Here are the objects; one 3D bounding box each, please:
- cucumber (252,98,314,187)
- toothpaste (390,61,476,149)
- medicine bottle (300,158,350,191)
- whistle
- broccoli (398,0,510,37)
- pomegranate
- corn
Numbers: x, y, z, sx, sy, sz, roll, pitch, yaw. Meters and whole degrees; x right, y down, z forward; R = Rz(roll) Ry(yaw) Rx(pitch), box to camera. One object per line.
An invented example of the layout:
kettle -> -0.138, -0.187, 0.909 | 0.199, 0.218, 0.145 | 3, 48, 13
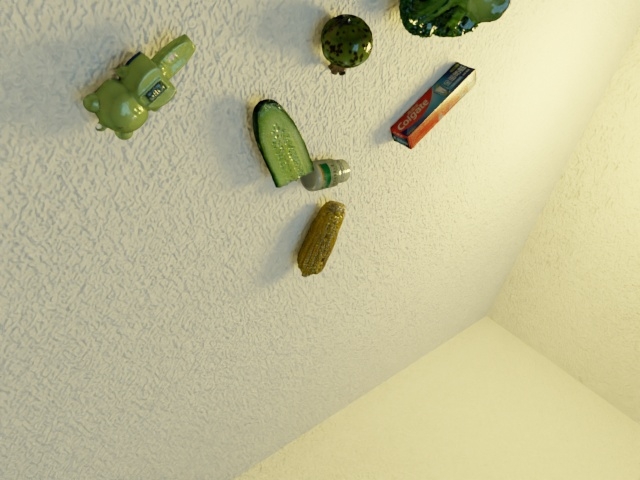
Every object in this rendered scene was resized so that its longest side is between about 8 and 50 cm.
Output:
cucumber -> -0.100, -0.237, 1.129 | 0.115, 0.063, 0.244 | -36, 144, -13
toothpaste -> 0.354, -0.422, 1.486 | 0.320, 0.076, 0.066 | -46, 146, -10
medicine bottle -> 0.015, -0.182, 1.301 | 0.130, 0.080, 0.080 | -17, 133, -39
whistle -> -0.309, -0.272, 0.830 | 0.227, 0.085, 0.105 | -47, 147, -5
broccoli -> 0.314, -0.596, 1.106 | 0.297, 0.297, 0.298 | -4, 131, -5
pomegranate -> 0.054, -0.438, 1.088 | 0.122, 0.122, 0.161 | -30, 164, -29
corn -> 0.000, 0.000, 1.441 | 0.097, 0.097, 0.262 | 0, 120, -50
